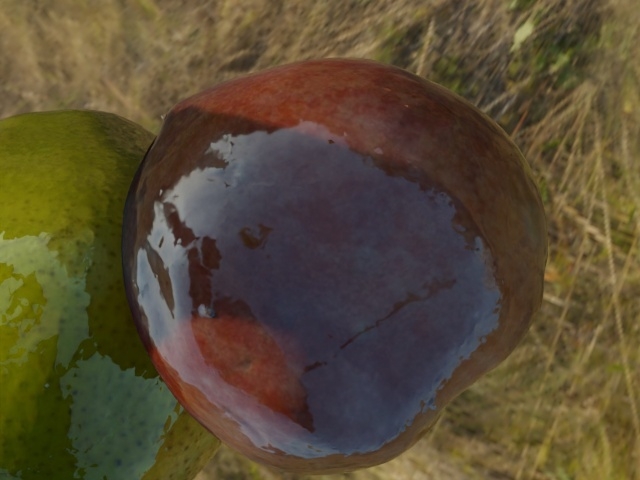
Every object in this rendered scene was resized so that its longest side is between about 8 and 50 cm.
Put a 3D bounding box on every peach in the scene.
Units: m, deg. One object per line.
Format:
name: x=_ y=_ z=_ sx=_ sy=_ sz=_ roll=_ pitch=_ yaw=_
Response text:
peach: x=0.000 y=0.000 z=0.513 sx=0.152 sy=0.152 sz=0.152 roll=12 pitch=125 yaw=18

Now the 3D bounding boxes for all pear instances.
pear: x=-0.120 y=0.036 z=0.631 sx=0.198 sy=0.198 sz=0.198 roll=12 pitch=125 yaw=18
